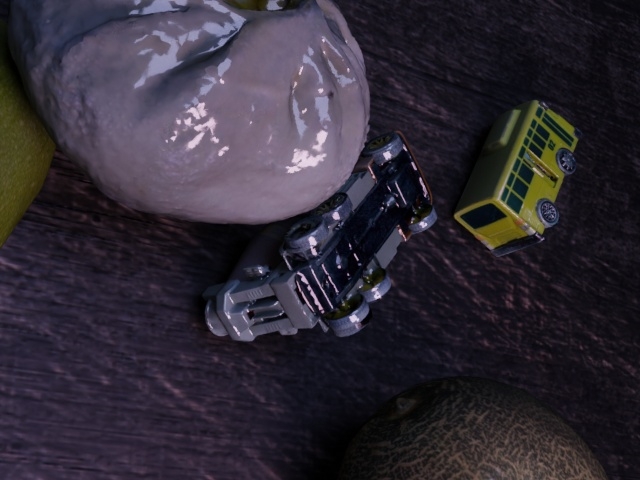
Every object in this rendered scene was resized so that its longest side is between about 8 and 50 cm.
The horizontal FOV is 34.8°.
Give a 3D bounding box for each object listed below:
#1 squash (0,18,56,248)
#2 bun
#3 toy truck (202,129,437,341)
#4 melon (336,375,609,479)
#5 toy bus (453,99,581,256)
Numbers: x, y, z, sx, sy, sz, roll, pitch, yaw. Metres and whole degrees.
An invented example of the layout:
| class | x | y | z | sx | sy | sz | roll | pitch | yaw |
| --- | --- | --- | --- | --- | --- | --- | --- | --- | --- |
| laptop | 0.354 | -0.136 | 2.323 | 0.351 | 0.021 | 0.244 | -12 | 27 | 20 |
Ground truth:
| class | x | y | z | sx | sy | sz | roll | pitch | yaw |
| --- | --- | --- | --- | --- | --- | --- | --- | --- | --- |
| squash | -0.329 | -0.069 | 0.850 | 0.189 | 0.189 | 0.260 | 39 | 21 | -19 |
| bun | -0.099 | -0.181 | 0.900 | 0.355 | 0.194 | 0.354 | 22 | 43 | -22 |
| toy truck | 0.000 | 0.000 | 0.991 | 0.256 | 0.140 | 0.108 | -52 | 122 | -43 |
| melon | 0.154 | 0.276 | 0.931 | 0.248 | 0.249 | 0.329 | -43 | 108 | -36 |
| toy bus | 0.233 | -0.078 | 1.203 | 0.101 | 0.088 | 0.175 | 38 | 58 | -18 |
